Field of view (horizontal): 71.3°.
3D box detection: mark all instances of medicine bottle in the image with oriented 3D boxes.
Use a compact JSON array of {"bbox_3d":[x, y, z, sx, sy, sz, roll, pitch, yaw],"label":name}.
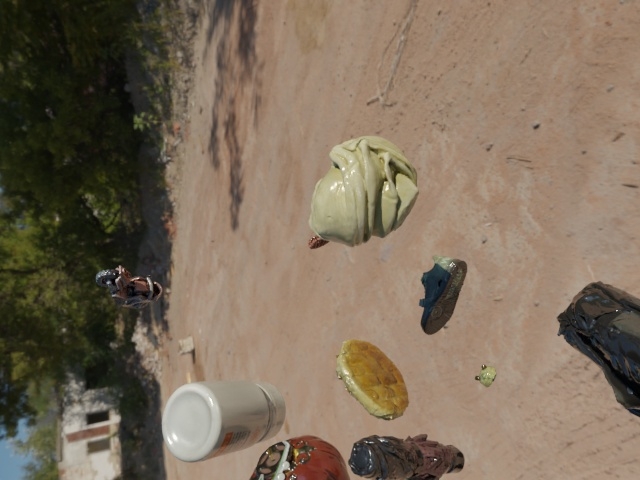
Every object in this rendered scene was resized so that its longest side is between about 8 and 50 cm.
[{"bbox_3d":[-0.278,0.536,1.365,0.211,0.371,0.211,-7,72,24],"label":"medicine bottle"}]

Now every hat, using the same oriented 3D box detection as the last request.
[{"bbox_3d":[0.651,0.530,1.759,0.077,0.059,0.076,-65,-3,30],"label":"hat"}]

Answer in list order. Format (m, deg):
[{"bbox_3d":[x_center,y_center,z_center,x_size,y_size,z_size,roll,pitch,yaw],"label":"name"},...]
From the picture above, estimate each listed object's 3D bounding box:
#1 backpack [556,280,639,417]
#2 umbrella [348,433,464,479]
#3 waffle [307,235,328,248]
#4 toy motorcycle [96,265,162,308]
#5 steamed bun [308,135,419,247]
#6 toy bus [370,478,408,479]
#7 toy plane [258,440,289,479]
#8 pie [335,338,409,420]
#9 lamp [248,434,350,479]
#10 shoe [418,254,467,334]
[{"bbox_3d":[0.848,0.316,1.168,0.255,0.363,0.445,-48,9,8],"label":"backpack"},{"bbox_3d":[0.180,0.426,0.875,0.094,0.326,0.090,34,98,49],"label":"umbrella"},{"bbox_3d":[0.000,0.000,1.343,0.083,0.075,0.029,-38,67,34],"label":"waffle"},{"bbox_3d":[-0.528,0.130,1.257,0.212,0.118,0.084,72,-178,-57],"label":"toy motorcycle"},{"bbox_3d":[0.121,-0.124,1.149,0.203,0.289,0.276,15,118,56],"label":"steamed bun"},{"bbox_3d":[0.318,0.972,1.771,0.134,0.246,0.113,-35,39,37],"label":"toy bus"},{"bbox_3d":[-0.111,0.515,0.876,0.101,0.251,0.255,40,145,-1],"label":"toy plane"},{"bbox_3d":[0.195,0.511,1.664,0.083,0.339,0.339,-52,44,23],"label":"pie"},{"bbox_3d":[-0.063,0.682,1.215,0.257,0.303,0.303,60,158,-15],"label":"lamp"},{"bbox_3d":[0.417,0.188,1.634,0.149,0.109,0.293,31,97,56],"label":"shoe"}]
